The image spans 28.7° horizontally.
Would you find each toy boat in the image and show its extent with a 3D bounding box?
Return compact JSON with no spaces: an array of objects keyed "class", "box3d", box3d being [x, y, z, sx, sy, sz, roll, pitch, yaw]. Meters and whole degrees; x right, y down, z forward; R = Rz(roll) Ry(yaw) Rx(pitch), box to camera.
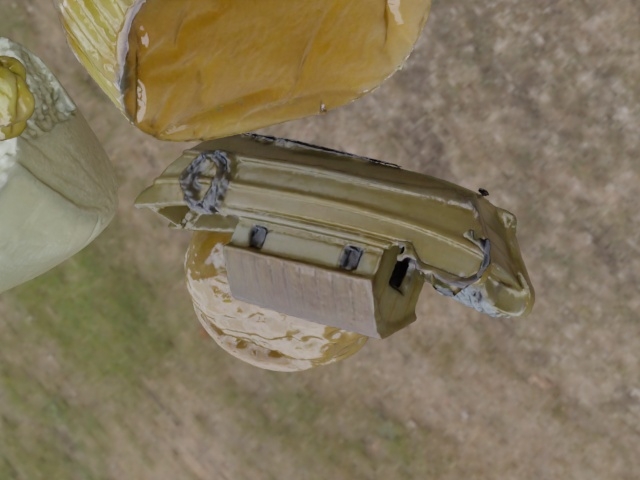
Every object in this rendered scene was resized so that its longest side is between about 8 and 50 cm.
[{"class":"toy boat","box3d":[0.000,0.000,1.201,0.445,0.162,0.136,16,169,38]}]

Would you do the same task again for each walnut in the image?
[{"class":"walnut","box3d":[-0.036,0.030,1.440,0.257,0.224,0.257,0,90,12]}]

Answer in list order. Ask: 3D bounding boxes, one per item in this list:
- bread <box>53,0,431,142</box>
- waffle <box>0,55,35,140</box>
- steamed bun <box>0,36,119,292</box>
[{"class":"bread","box3d":[-0.061,-0.204,0.977,0.156,0.288,0.204,55,155,30]},{"class":"waffle","box3d":[-0.395,-0.100,0.936,0.261,0.324,0.151,-24,84,45]},{"class":"steamed bun","box3d":[-0.385,-0.041,1.397,0.290,0.272,0.273,-29,131,23]}]
